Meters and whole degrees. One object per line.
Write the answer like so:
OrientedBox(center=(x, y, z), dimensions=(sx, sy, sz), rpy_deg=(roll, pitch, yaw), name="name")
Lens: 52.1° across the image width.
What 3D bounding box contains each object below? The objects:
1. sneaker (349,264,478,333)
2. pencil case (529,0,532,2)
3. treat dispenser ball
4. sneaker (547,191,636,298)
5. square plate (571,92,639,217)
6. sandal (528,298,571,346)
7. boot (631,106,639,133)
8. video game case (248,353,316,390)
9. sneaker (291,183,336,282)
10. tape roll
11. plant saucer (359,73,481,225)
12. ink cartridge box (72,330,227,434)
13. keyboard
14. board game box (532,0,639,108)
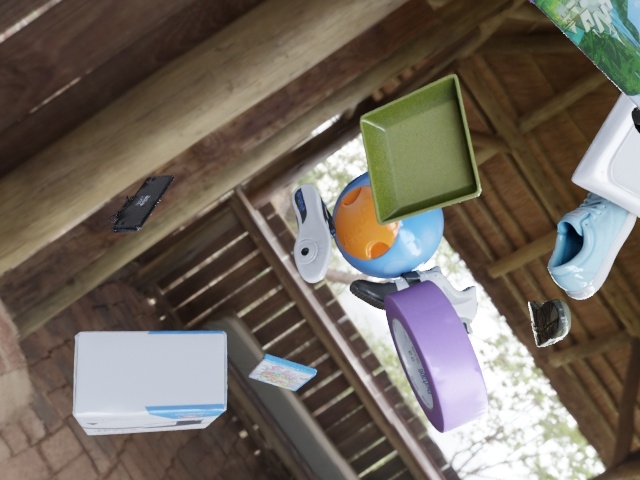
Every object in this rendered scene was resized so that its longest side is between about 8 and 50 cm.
OrientedBox(center=(0.235, 0.124, 1.635), dimensions=(0.330, 0.146, 0.122), rpy_deg=(16, -8, -9), name="sneaker")
OrientedBox(center=(0.541, -0.543, 1.407), dimensions=(0.086, 0.206, 0.088), rpy_deg=(139, -55, -67), name="pencil case")
OrientedBox(center=(0.172, -0.044, 1.693), dimensions=(0.288, 0.288, 0.288), rpy_deg=(55, 1, -1), name="treat dispenser ball")
OrientedBox(center=(0.676, -0.044, 1.633), dimensions=(0.150, 0.366, 0.135), rpy_deg=(34, -19, -29), name="sneaker")
OrientedBox(center=(0.770, -0.226, 1.471), dimensions=(0.344, 0.347, 0.049), rpy_deg=(19, 16, -30), name="square plate")
OrientedBox(center=(0.589, 0.204, 1.643), dimensions=(0.303, 0.086, 0.120), rpy_deg=(63, 19, -82), name="sandal")
OrientedBox(center=(0.504, -0.181, 0.929), dimensions=(0.198, 0.137, 0.077), rpy_deg=(26, 43, -64), name="boot")
OrientedBox(center=(-0.089, 0.300, 1.480), dimensions=(0.119, 0.015, 0.166), rpy_deg=(20, -29, -10), name="video game case")
OrientedBox(center=(0.000, 0.000, 1.338), dimensions=(0.121, 0.079, 0.217), rpy_deg=(49, 31, -57), name="sneaker")
OrientedBox(center=(0.213, 0.218, 1.242), dimensions=(0.275, 0.090, 0.275), rpy_deg=(160, -90, -83), name="tape roll")
OrientedBox(center=(0.159, -0.133, 1.017), dimensions=(0.045, 0.188, 0.188), rpy_deg=(2, 75, -48), name="plant saucer")
OrientedBox(center=(-0.287, 0.247, 1.104), dimensions=(0.307, 0.223, 0.129), rpy_deg=(127, -39, -64), name="ink cartridge box")
OrientedBox(center=(-0.404, -0.077, 1.487), dimensions=(0.192, 0.100, 0.038), rpy_deg=(-68, 151, -44), name="keyboard")
OrientedBox(center=(0.411, -0.316, 0.699), dimensions=(0.318, 0.319, 0.066), rpy_deg=(39, 27, -11), name="board game box")
